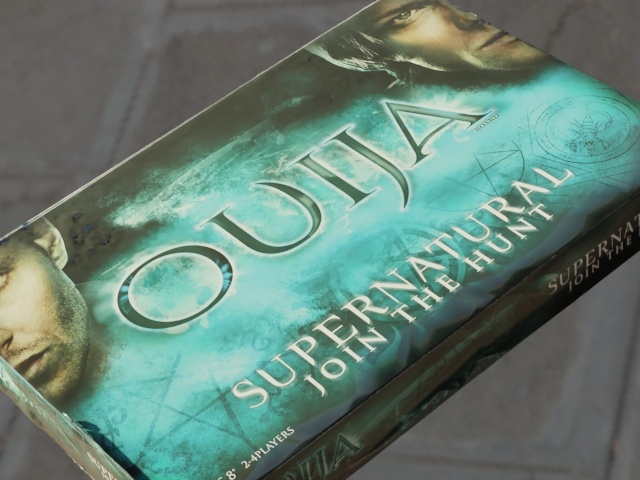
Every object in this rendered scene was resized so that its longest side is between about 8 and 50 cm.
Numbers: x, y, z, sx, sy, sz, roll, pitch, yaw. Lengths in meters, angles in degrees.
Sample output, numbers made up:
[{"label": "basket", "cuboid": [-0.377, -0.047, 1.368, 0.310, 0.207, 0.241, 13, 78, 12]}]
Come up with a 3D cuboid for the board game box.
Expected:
[{"label": "board game box", "cuboid": [0.000, 0.000, 0.474, 0.186, 0.026, 0.126, -35, 48, -24]}]
